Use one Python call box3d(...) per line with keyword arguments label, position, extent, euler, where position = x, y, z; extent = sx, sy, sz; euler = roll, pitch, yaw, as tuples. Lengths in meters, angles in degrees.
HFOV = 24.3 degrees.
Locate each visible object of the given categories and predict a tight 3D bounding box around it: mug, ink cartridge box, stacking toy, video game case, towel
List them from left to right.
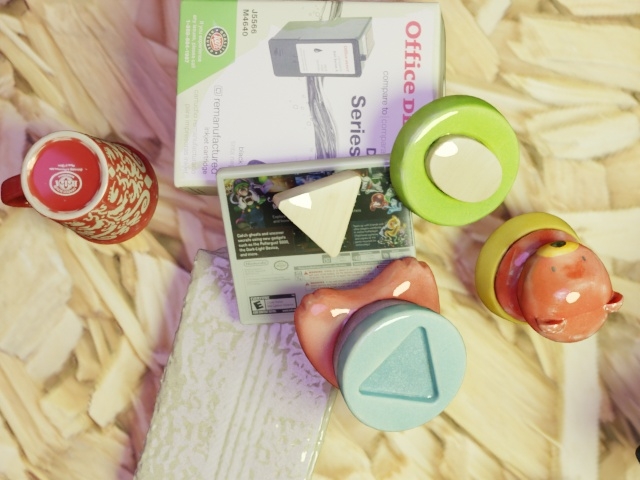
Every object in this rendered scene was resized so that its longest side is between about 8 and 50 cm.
box3d(label="mug", position=(-0.258, -0.048, 1.551), extent=(0.150, 0.169, 0.113), euler=(-32, 83, 3))
box3d(label="towel", position=(-0.079, 0.157, 1.575), extent=(0.187, 0.049, 0.282), euler=(16, 87, 10))
box3d(label="ink cartridge box", position=(-0.008, -0.146, 1.554), extent=(0.273, 0.115, 0.198), euler=(1, 86, 6))
box3d(label="video game case", position=(0.000, 0.000, 1.503), extent=(0.190, 0.022, 0.173), euler=(-4, 115, 8))
box3d(label="stacking toy", position=(0.123, 0.030, 1.432), extent=(0.309, 0.130, 0.279), euler=(-29, 118, -7))

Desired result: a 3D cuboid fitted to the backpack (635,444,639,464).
box3d(label="backpack", position=(0.446, 0.144, 1.404), extent=(0.213, 0.263, 0.276), euler=(32, 94, 3))
